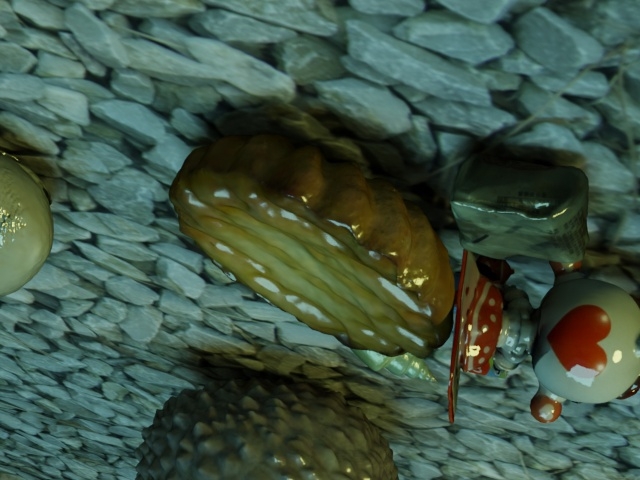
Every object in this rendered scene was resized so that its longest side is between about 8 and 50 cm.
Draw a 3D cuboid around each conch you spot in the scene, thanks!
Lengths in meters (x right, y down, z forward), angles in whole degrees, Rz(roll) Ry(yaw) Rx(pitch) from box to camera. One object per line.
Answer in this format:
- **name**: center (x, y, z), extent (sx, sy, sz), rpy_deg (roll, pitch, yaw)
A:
- **conch**: center (0.079, 0.127, 1.719), extent (0.180, 0.065, 0.088), rpy_deg (34, 153, -15)

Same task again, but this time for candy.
- **candy**: center (-0.446, -0.024, 1.593), extent (0.296, 0.185, 0.295), rpy_deg (12, 160, 4)

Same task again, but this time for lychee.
- **lychee**: center (-0.066, 0.373, 1.991), extent (0.432, 0.380, 0.380), rpy_deg (28, 160, 21)

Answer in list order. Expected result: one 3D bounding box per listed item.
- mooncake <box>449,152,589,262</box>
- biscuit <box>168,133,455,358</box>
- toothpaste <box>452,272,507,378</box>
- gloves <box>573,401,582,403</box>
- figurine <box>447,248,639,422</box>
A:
- **mooncake**: center (0.191, -0.030, 1.317), extent (0.130, 0.073, 0.125), rpy_deg (11, 158, 16)
- **biscuit**: center (0.000, 0.000, 1.425), extent (0.326, 0.107, 0.325), rpy_deg (26, 156, 13)
- **toothpaste**: center (0.178, 0.101, 1.631), extent (0.070, 0.044, 0.193), rpy_deg (9, 154, 19)
- **gloves**: center (0.347, 0.112, 1.517), extent (0.181, 0.106, 0.129), rpy_deg (-20, 157, 6)
- **figurine**: center (0.251, 0.095, 1.420), extent (0.226, 0.183, 0.160), rpy_deg (5, 158, 9)
